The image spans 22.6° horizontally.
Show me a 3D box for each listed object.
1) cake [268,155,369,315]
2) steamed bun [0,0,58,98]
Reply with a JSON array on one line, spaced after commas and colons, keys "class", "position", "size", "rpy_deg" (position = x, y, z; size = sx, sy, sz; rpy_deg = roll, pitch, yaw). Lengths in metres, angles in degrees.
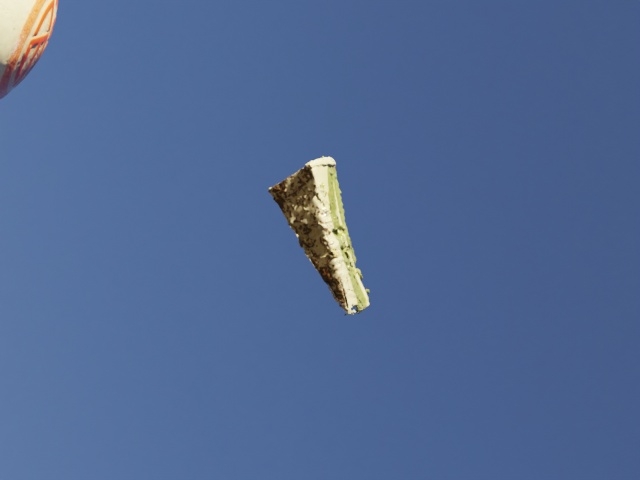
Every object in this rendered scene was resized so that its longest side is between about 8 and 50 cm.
[{"class": "cake", "position": [0.000, 0.000, 1.390], "size": [0.055, 0.051, 0.140], "rpy_deg": [-16, -91, 27]}, {"class": "steamed bun", "position": [-0.433, -0.289, 2.054], "size": [0.283, 0.177, 0.283], "rpy_deg": [-63, -175, 10]}]
